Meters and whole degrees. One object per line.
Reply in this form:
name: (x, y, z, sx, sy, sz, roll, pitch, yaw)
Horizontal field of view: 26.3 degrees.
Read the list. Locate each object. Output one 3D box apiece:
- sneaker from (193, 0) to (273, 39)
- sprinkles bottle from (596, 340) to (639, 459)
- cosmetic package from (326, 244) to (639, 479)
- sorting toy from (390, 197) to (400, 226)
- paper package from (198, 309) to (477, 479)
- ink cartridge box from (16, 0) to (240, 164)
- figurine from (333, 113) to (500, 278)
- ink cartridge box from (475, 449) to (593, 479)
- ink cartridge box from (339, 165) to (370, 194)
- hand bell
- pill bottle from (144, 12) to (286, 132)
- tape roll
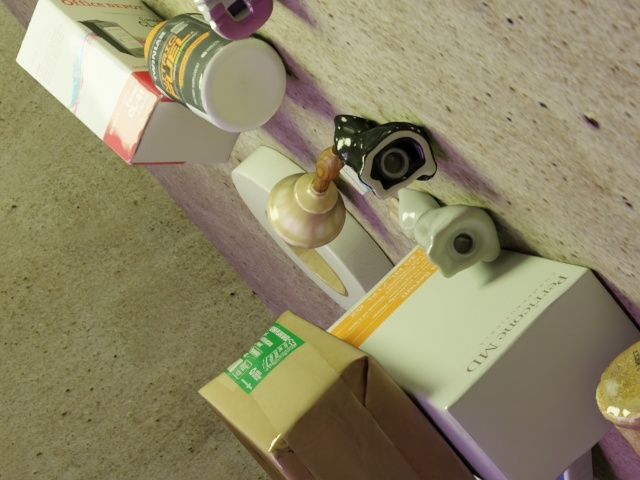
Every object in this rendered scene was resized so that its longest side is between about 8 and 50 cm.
sneaker: (-0.148, -0.341, 1.579, 0.236, 0.095, 0.104, 55, 179, -40)
sprinkles bottle: (0.429, 0.258, 1.443, 0.355, 0.121, 0.121, 51, 170, -23)
cosmetic package: (0.186, 0.138, 1.671, 0.161, 0.230, 0.453, 50, 169, -16)
sorting toy: (0.129, -0.021, 1.914, 0.083, 0.012, 0.062, 47, 166, 15)
paper package: (0.036, 0.262, 1.652, 0.309, 0.168, 0.325, 52, 170, -17)
ink cartridge box: (-0.286, -0.250, 2.121, 0.306, 0.131, 0.226, 42, -152, 27)
figurine: (0.106, -0.063, 1.668, 0.215, 0.092, 0.209, 49, 178, -20)
ink cartridge box: (0.319, 0.358, 2.208, 0.303, 0.072, 0.307, 35, 145, 46)
ink cartridge box: (0.055, -0.091, 1.894, 0.048, 0.028, 0.083, 47, 171, 0)
hand bell: (0.002, -0.088, 2.017, 0.126, 0.126, 0.242, 45, 157, 7)
pill bottle: (-0.157, -0.240, 1.893, 0.130, 0.130, 0.245, 53, 168, -34)
tape roll: (0.000, 0.000, 2.391, 0.392, 0.072, 0.392, 45, 170, 10)
